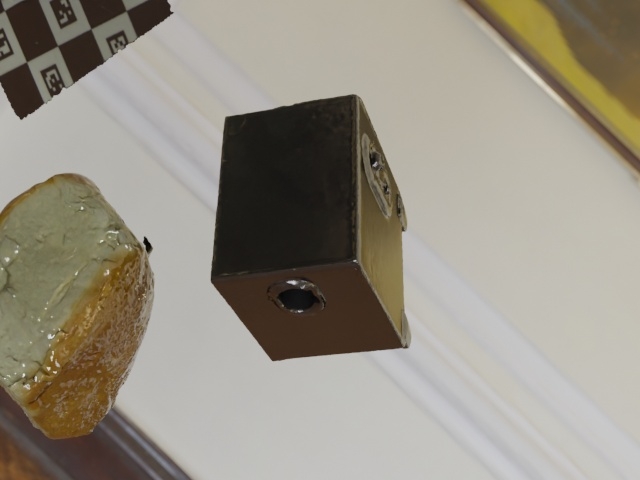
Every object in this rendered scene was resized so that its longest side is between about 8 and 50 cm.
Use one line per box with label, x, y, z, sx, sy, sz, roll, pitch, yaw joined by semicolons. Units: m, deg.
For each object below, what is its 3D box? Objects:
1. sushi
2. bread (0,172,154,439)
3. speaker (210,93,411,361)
sushi;-0.202;-0.221;0.908;0.050;0.215;0.192;-31;97;-47
bread;-0.323;0.074;1.462;0.225;0.279;0.250;32;-17;20
speaker;0.000;0.000;1.390;0.254;0.184;0.232;61;26;-56
